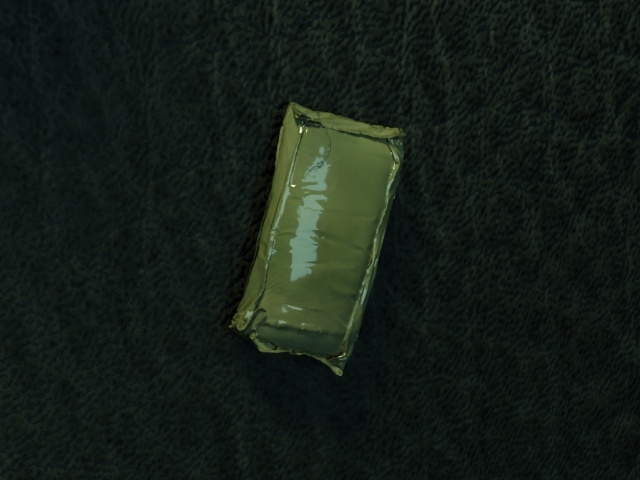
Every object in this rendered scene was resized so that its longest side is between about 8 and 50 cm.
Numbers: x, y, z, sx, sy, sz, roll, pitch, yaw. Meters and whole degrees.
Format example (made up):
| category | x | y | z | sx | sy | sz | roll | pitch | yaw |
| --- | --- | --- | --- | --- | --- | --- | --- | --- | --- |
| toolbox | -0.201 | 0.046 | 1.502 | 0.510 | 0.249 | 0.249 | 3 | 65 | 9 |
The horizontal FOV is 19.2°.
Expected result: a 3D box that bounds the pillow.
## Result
| category | x | y | z | sx | sy | sz | roll | pitch | yaw |
| --- | --- | --- | --- | --- | --- | --- | --- | --- | --- |
| pillow | 0.000 | 0.000 | 1.524 | 0.119 | 0.053 | 0.208 | 13 | 94 | -35 |
